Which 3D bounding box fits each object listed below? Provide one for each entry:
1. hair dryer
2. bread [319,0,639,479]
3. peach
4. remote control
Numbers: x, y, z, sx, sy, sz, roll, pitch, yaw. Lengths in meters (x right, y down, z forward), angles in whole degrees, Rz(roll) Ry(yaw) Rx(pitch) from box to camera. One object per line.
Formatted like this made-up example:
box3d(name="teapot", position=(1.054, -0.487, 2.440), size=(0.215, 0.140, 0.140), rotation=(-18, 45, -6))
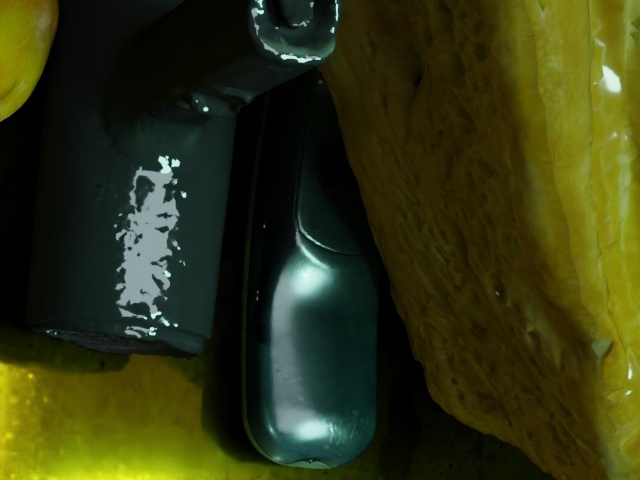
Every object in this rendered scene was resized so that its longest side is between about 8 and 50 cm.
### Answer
box3d(name="hair dryer", position=(-0.055, -0.061, 0.584), size=(0.089, 0.251, 0.197), rotation=(9, 79, -19))
box3d(name="bread", position=(0.081, -0.052, 0.636), size=(0.109, 0.185, 0.380), rotation=(-37, 131, -20))
box3d(name="peach", position=(-0.161, -0.090, 0.616), size=(0.100, 0.100, 0.101), rotation=(6, 79, -30))
box3d(name="remote control", position=(0.000, 0.000, 0.725), size=(0.072, 0.042, 0.222), rotation=(10, 76, -31))
